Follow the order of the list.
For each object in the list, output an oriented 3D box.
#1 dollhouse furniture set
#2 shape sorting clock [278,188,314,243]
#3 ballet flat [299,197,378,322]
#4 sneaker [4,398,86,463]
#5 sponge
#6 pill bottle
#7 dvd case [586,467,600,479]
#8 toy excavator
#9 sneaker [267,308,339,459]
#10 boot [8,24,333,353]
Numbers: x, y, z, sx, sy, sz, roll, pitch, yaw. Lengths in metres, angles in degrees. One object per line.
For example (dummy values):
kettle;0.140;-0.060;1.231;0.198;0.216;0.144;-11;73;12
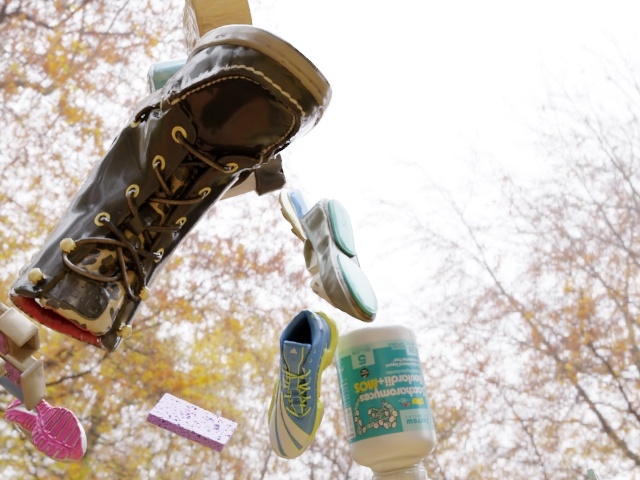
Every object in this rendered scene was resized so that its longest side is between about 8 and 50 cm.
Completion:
dollhouse furniture set;-0.694;0.278;1.423;0.198;0.303;0.286;32;-40;12
shape sorting clock;0.000;0.000;1.268;0.040;0.206;0.206;-36;-63;10
ballet flat;0.016;0.033;0.913;0.068;0.213;0.072;-38;-54;19
sneaker;-0.592;0.426;1.723;0.252;0.103;0.111;22;-32;41
sponge;-0.326;0.463;1.969;0.210;0.117;0.031;22;-74;6
pill bottle;0.110;0.280;1.295;0.146;0.264;0.146;-9;-20;-3
dvd case;0.480;0.439;1.316;0.013;0.087;0.119;-23;-31;13
toy excavator;-0.201;-0.256;1.318;0.222;0.433;0.445;-17;-59;-15
sneaker;-0.044;0.214;1.207;0.091;0.240;0.126;5;-19;22
boot;-0.159;-0.038;0.751;0.138;0.284;0.377;40;-24;-26
